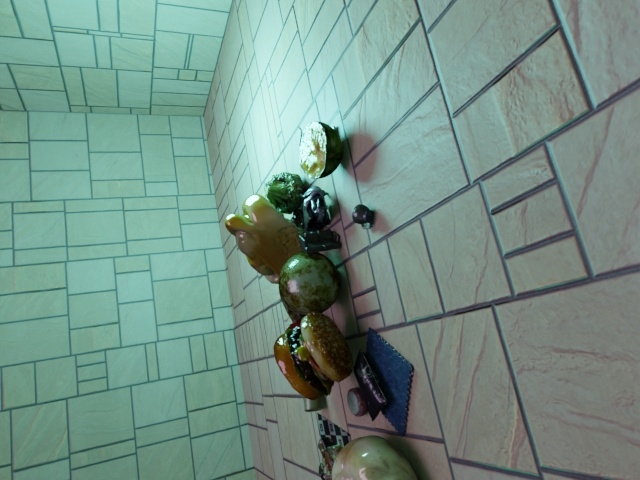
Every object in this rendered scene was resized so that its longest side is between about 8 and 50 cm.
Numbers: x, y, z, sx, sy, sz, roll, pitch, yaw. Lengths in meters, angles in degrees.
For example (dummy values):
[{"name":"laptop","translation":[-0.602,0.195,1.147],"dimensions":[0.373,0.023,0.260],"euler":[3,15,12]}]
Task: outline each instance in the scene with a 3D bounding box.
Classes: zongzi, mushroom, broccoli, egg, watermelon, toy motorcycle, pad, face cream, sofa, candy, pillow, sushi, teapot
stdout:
[{"name":"zongzi","translation":[-0.112,0.318,2.075],"dimensions":[0.260,0.122,0.289],"euler":[-158,57,-71]},{"name":"mushroom","translation":[0.148,0.809,1.388],"dimensions":[0.325,0.352,0.354],"euler":[57,-160,-73]},{"name":"broccoli","translation":[-0.164,-0.210,2.006],"dimensions":[0.226,0.176,0.198],"euler":[142,121,-79]},{"name":"egg","translation":[-0.044,0.157,1.735],"dimensions":[0.289,0.238,0.238],"euler":[-103,18,-66]},{"name":"watermelon","translation":[0.009,-0.331,1.644],"dimensions":[0.232,0.127,0.204],"euler":[13,107,62]},{"name":"toy motorcycle","translation":[-0.023,-0.116,1.793],"dimensions":[0.270,0.105,0.159],"euler":[114,149,-67]},{"name":"pad","translation":[0.216,0.462,1.482],"dimensions":[0.269,0.012,0.269],"euler":[-148,56,-61]},{"name":"face cream","translation":[-0.049,0.595,2.036],"dimensions":[0.137,0.084,0.342],"euler":[129,139,-55]},{"name":"sofa","translation":[0.000,0.000,1.708],"dimensions":[0.085,0.147,0.060],"euler":[-137,43,-60]},{"name":"candy","translation":[0.136,0.595,1.648],"dimensions":[0.103,0.043,0.103],"euler":[17,109,62]},{"name":"pillow","translation":[0.163,0.488,1.521],"dimensions":[0.141,0.055,0.208],"euler":[105,152,-42]},{"name":"sushi","translation":[0.039,0.943,1.902],"dimensions":[0.339,0.068,0.320],"euler":[168,96,-66]},{"name":"teapot","translation":[0.147,-0.075,1.482],"dimensions":[0.057,0.066,0.088],"euler":[19,135,46]}]

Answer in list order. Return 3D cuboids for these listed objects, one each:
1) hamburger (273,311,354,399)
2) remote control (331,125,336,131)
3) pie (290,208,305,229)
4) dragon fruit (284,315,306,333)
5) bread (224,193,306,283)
[{"name":"hamburger","translation":[-0.014,0.405,1.598],"dimensions":[0.225,0.291,0.291],"euler":[-35,51,11]},{"name":"remote control","translation":[0.015,-0.399,1.747],"dimensions":[0.184,0.027,0.050],"euler":[-8,89,61]},{"name":"pie","translation":[-0.100,-0.071,2.055],"dimensions":[0.153,0.038,0.154],"euler":[11,102,63]},{"name":"dragon fruit","translation":[-0.032,0.412,1.837],"dimensions":[0.293,0.233,0.234],"euler":[-32,62,29]},{"name":"bread","translation":[-0.216,0.007,1.939],"dimensions":[0.328,0.245,0.424],"euler":[13,143,42]}]
